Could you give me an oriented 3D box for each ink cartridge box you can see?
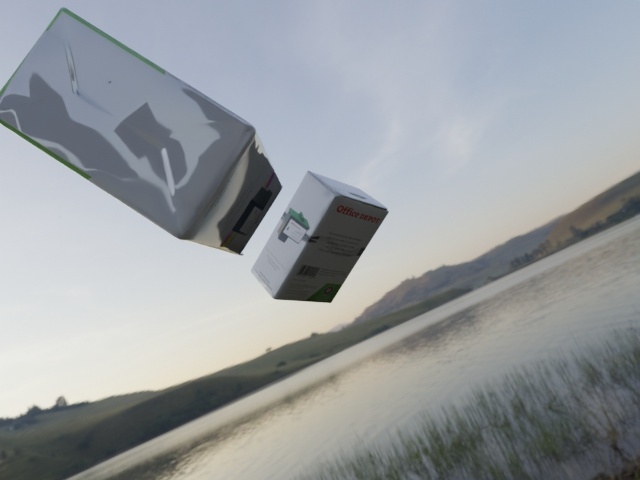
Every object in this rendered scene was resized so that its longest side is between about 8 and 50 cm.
[{"bbox_3d":[-0.164,-0.086,0.612,0.119,0.207,0.353,-57,-2,-4],"label":"ink cartridge box"},{"bbox_3d":[0.000,0.000,0.962,0.160,0.092,0.220,12,-65,-49],"label":"ink cartridge box"}]
